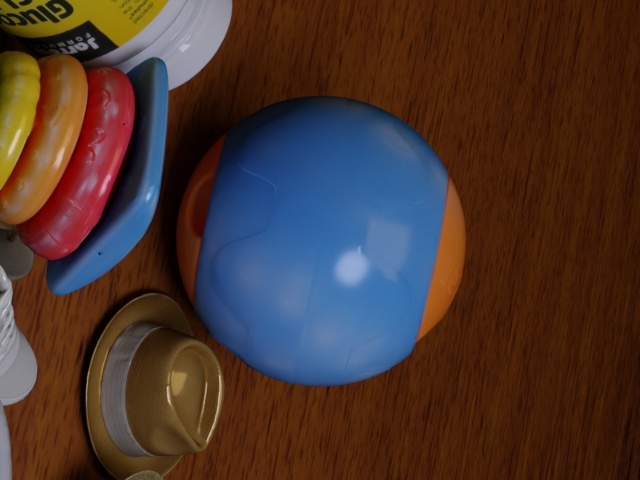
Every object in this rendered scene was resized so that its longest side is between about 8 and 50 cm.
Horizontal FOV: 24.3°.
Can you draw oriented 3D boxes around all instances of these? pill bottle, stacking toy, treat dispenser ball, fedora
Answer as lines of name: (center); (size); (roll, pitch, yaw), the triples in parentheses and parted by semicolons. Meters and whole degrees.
pill bottle: (-0.215, -0.254, 1.193); (0.334, 0.188, 0.188); (40, 61, -52)
stacking toy: (-0.277, -0.096, 1.142); (0.302, 0.175, 0.166); (21, 48, -28)
treat dispenser ball: (0.000, 0.000, 1.480); (0.288, 0.288, 0.288); (-12, 105, -57)
fedora: (-0.149, 0.149, 1.457); (0.194, 0.079, 0.194); (-14, 107, -56)

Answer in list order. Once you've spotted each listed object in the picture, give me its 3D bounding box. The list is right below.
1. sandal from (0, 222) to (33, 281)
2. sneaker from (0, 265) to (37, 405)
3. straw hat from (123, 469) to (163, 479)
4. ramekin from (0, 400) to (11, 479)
sandal: (-0.276, -0.046, 1.255); (0.072, 0.049, 0.180); (-36, 124, -50)
sneaker: (-0.290, 0.064, 1.209); (0.229, 0.092, 0.087); (60, 45, -44)
straw hat: (-0.210, 0.268, 1.394); (0.144, 0.061, 0.144); (-42, 144, -40)
ramekin: (-0.307, 0.184, 1.110); (0.207, 0.109, 0.207); (0, 90, -84)
